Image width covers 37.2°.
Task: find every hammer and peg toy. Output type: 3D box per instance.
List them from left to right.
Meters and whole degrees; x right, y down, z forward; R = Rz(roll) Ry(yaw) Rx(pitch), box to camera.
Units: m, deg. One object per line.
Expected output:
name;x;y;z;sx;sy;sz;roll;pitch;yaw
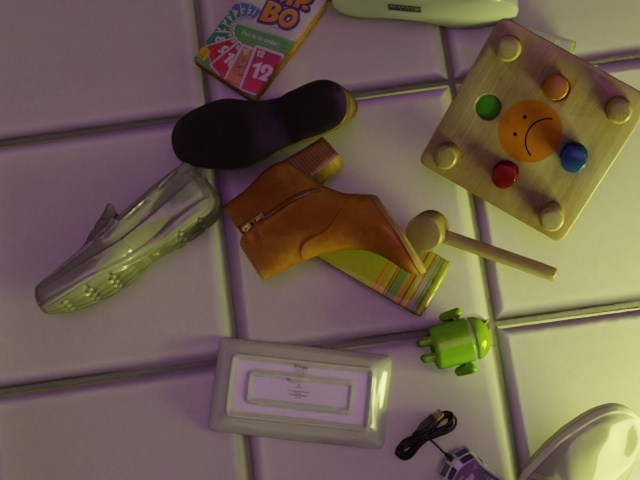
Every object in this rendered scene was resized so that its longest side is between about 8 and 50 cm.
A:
hammer and peg toy;0.298;-0.117;1.446;0.265;0.127;0.361;30;109;6

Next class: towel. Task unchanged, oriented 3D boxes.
towel;0.079;0.020;1.496;0.237;0.021;0.102;30;76;8

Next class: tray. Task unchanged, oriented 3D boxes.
tray;-0.031;0.231;1.451;0.270;0.030;0.145;6;78;3

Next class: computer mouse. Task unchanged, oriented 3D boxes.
computer mouse;0.211;0.347;1.417;0.106;0.042;0.193;-41;75;-11

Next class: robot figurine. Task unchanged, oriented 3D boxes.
robot figurine;0.206;0.155;1.440;0.115;0.067;0.101;-15;80;-2

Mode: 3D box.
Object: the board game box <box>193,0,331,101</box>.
board game box;-0.082;-0.362;1.569;0.124;0.039;0.259;34;79;7

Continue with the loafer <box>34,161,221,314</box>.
loafer;-0.305;-0.002;1.470;0.319;0.112;0.111;-34;75;-13

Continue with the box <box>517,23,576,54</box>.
box;0.334;-0.247;1.529;0.105;0.043;0.179;19;78;5

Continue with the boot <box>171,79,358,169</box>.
boot;-0.086;-0.177;1.507;0.305;0.115;0.112;-11;92;17

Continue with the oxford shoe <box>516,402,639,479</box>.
oxford shoe;0.316;0.426;1.328;0.169;0.130;0.449;42;85;-22

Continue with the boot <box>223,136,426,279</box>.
boot;-0.001;-0.001;1.441;0.211;0.104;0.295;-39;65;-1

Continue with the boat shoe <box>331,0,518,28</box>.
boat shoe;0.170;-0.413;1.539;0.301;0.108;0.102;5;75;6
